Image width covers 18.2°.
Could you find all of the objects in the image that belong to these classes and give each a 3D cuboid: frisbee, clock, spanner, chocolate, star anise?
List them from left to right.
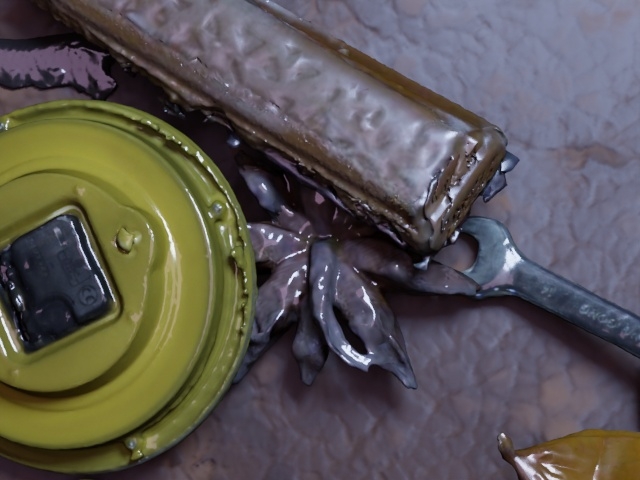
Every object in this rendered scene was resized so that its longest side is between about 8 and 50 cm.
[{"bbox_3d":[-0.219,-0.121,1.268,0.187,0.012,0.211,0,84,0],"label":"frisbee"},{"bbox_3d":[-0.156,0.028,1.208,0.237,0.057,0.237,0,88,15],"label":"clock"},{"bbox_3d":[-0.038,-0.108,1.206,0.329,0.065,0.102,32,68,13],"label":"chocolate"},{"bbox_3d":[0.000,0.000,1.229,0.195,0.065,0.182,-1,79,9],"label":"star anise"},{"bbox_3d":[0.187,0.056,1.212,0.254,0.015,0.054,27,83,19],"label":"spanner"}]

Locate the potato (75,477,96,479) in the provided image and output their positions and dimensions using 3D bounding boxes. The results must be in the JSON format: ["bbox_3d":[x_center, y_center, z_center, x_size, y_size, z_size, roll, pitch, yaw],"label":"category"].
[{"bbox_3d":[-0.157,0.189,1.223,0.046,0.045,0.092,19,87,-34],"label":"potato"}]

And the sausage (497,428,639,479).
[{"bbox_3d":[0.251,0.191,1.188,0.328,0.112,0.112,22,85,2],"label":"sausage"}]
